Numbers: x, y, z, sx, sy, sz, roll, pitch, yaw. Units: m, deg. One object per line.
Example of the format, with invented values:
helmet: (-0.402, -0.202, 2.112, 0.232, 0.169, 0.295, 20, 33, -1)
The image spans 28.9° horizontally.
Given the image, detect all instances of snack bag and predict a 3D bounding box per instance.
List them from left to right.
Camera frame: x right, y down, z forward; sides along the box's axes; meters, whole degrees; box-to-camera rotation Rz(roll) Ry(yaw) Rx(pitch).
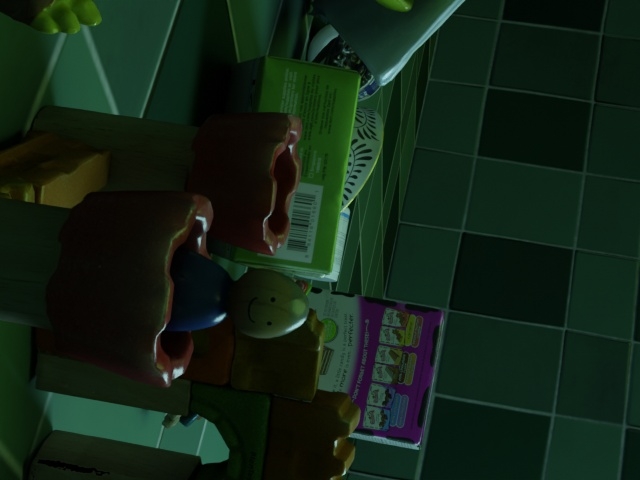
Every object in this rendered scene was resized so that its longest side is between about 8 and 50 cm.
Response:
snack bag: (0.144, -0.336, 1.414, 0.342, 0.037, 0.323, -46, -151, 9)

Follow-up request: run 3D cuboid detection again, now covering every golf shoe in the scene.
golf shoe: (0.000, -0.166, 1.532, 0.198, 0.077, 0.094, -58, -159, -11)

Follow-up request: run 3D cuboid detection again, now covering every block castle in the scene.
block castle: (-0.104, 0.162, 0.695, 0.303, 0.212, 0.453, -56, 154, -72)

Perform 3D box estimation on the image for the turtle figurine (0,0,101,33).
turtle figurine: (-0.121, -0.214, 0.593, 0.269, 0.087, 0.217, -84, -174, -54)

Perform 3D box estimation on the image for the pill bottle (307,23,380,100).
pill bottle: (0.040, -0.236, 1.677, 0.169, 0.094, 0.094, -5, 104, -81)

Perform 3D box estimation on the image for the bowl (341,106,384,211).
bowl: (-0.017, -0.098, 1.387, 0.170, 0.080, 0.170, -36, -145, 30)

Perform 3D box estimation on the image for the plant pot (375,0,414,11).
plant pot: (0.088, -0.392, 1.289, 0.207, 0.227, 0.228, -32, -151, 40)

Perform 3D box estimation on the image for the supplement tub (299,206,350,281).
supplement tub: (0.000, 0.000, 1.757, 0.071, 0.071, 0.107, 58, 42, -78)

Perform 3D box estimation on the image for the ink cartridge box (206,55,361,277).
ink cartridge box: (-0.058, -0.073, 1.218, 0.255, 0.097, 0.189, -167, -94, -71)

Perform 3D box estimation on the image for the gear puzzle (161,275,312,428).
gear puzzle: (-0.063, 0.112, 1.221, 0.175, 0.044, 0.339, -50, 177, 0)

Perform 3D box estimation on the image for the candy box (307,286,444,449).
candy box: (0.015, 0.142, 1.439, 0.071, 0.233, 0.159, 72, 29, -73)
